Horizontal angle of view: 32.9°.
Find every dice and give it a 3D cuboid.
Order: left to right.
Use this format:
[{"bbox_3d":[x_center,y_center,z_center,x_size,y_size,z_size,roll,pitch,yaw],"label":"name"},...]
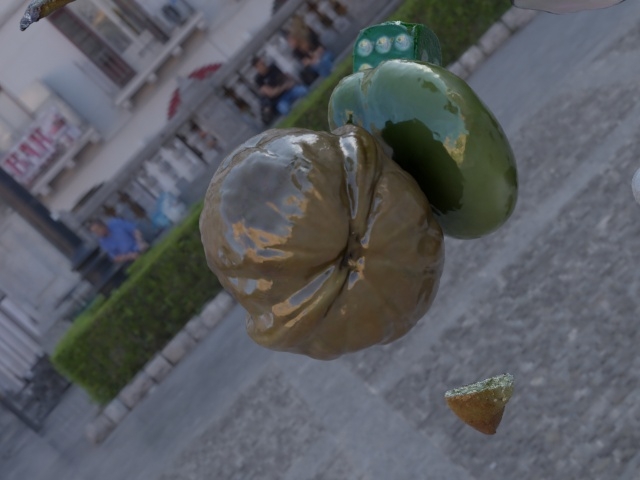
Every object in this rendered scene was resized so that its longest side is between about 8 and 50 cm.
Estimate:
[{"bbox_3d":[0.131,-0.302,1.870,0.128,0.131,0.120,2,-2,28],"label":"dice"}]

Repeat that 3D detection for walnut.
[{"bbox_3d":[0.000,0.000,1.271,0.285,0.296,0.285,-55,21,33],"label":"walnut"}]

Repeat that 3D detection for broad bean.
[{"bbox_3d":[0.127,-0.120,1.366,0.119,0.291,0.238,-35,-32,-29],"label":"broad bean"}]

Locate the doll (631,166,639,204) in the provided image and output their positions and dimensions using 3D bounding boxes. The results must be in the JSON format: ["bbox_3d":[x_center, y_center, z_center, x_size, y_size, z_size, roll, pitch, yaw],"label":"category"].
[{"bbox_3d":[0.640,-0.015,1.385,0.376,0.187,0.365,-16,26,-1],"label":"doll"}]

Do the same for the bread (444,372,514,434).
[{"bbox_3d":[0.324,0.338,2.263,0.054,0.136,0.154,-98,22,-64],"label":"bread"}]

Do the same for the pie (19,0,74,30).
[{"bbox_3d":[-0.415,-0.399,1.742,0.191,0.033,0.088,-35,35,-17],"label":"pie"}]

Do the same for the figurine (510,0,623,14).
[{"bbox_3d":[0.324,-0.489,1.406,0.323,0.231,0.340,142,128,-65],"label":"figurine"}]
